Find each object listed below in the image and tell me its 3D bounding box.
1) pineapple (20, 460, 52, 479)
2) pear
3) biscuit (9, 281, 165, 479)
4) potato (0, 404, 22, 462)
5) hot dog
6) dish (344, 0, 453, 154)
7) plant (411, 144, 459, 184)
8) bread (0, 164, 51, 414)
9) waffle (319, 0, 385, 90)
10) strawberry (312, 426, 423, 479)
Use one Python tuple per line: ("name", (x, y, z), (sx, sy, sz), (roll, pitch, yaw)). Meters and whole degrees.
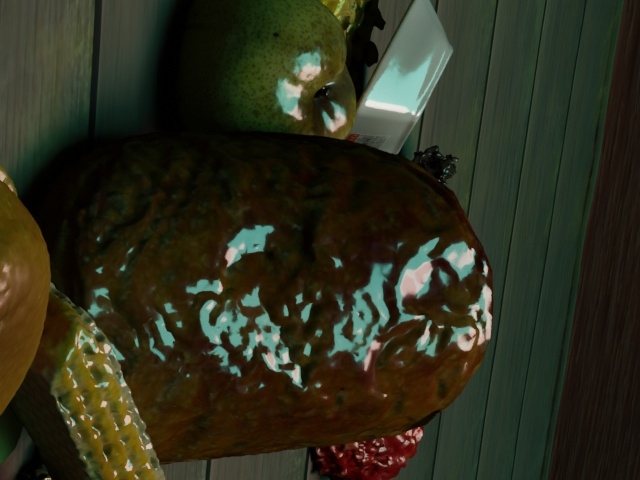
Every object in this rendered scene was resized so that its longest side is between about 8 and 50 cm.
("pineapple", (-0.199, 0.183, 1.311), (0.114, 0.077, 0.114), (-25, 91, -53))
("pear", (-0.047, -0.138, 1.393), (0.167, 0.136, 0.167), (-38, 141, -40))
("biscuit", (-0.148, 0.166, 1.142), (0.054, 0.094, 0.379), (-40, 141, -23))
("potato", (-0.246, 0.115, 1.104), (0.103, 0.066, 0.096), (-21, 108, -66))
("hot dog", (-0.059, 0.049, 1.282), (0.174, 0.387, 0.267), (-164, -106, -65))
("dish", (0.078, -0.151, 1.729), (0.154, 0.064, 0.234), (-63, -179, -16))
("plant", (0.107, -0.038, 1.995), (0.087, 0.085, 0.174), (43, 65, -41))
("bread", (-0.282, 0.107, 0.827), (0.236, 0.183, 0.389), (82, 28, -51))
("waffle", (0.005, -0.220, 1.609), (0.250, 0.056, 0.261), (-51, 153, -53))
("strawberry", (0.075, 0.190, 1.988), (0.190, 0.111, 0.236), (-30, 129, -61))
